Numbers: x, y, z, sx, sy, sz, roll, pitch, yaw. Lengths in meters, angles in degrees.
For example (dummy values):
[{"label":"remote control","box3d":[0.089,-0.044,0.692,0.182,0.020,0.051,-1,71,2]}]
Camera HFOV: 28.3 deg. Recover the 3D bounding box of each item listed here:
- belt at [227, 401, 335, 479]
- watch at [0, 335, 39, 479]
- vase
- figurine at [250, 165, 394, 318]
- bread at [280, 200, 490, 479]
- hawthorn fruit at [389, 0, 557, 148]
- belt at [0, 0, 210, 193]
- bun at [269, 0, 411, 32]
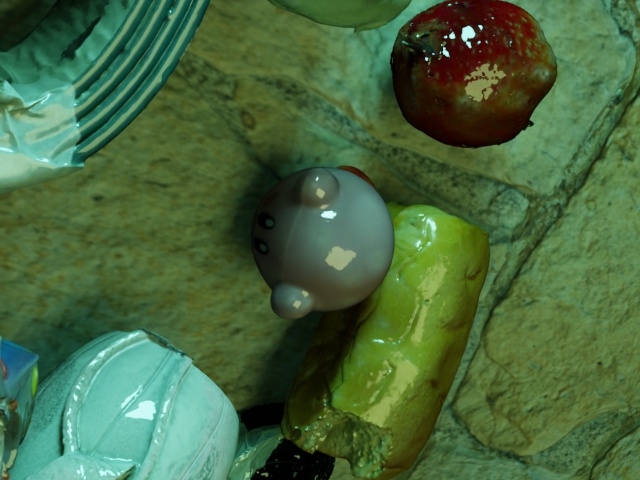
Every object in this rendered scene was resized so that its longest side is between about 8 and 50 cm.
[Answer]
[{"label":"belt","box3d":[-0.074,0.287,1.628,0.198,0.078,0.151,-10,124,-36]},{"label":"watch","box3d":[-0.405,0.142,1.137,0.305,0.275,0.241,-63,166,-69]},{"label":"vase","box3d":[-0.268,0.310,1.283,0.445,0.250,0.250,-56,142,-30]},{"label":"figurine","box3d":[0.000,0.000,1.439,0.173,0.173,0.173,-22,129,-30]},{"label":"bread","box3d":[0.094,0.125,1.568,0.195,0.149,0.344,23,86,-45]},{"label":"hawthorn fruit","box3d":[0.156,-0.204,1.447,0.235,0.181,0.181,14,106,-46]},{"label":"belt","box3d":[-0.246,-0.245,1.042,0.300,0.173,0.436,22,102,-36]},{"label":"bun","box3d":[-0.021,-0.339,1.187,0.293,0.187,0.293,15,73,-63]}]
